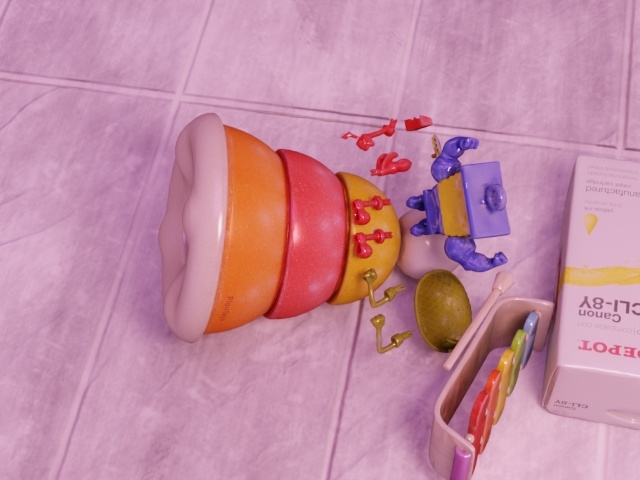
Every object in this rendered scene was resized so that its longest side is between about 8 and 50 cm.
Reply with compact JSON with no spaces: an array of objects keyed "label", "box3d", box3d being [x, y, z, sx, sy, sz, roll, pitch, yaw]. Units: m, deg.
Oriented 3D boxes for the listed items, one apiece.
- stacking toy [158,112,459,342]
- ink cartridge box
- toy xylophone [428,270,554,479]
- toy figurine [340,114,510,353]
[{"label":"stacking toy","box3d":[0.000,0.000,1.764,0.479,0.351,0.351,6,56,-16]},{"label":"ink cartridge box","box3d":[0.503,0.081,1.715,0.279,0.160,0.385,9,59,8]},{"label":"toy xylophone","box3d":[0.242,0.194,1.620,0.081,0.236,0.323,22,59,19]},{"label":"toy figurine","box3d":[0.183,-0.019,1.612,0.191,0.217,0.363,-4,85,-33]}]
